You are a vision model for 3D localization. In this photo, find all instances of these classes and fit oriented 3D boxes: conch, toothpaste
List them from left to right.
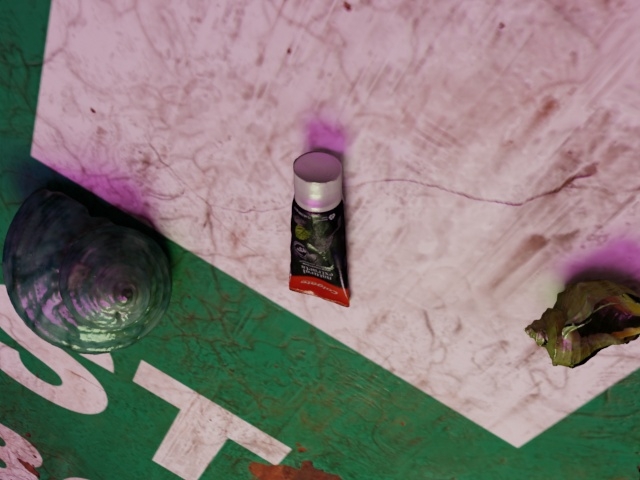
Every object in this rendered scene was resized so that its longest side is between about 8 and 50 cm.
[{"bbox_3d":[-0.262,0.042,0.784,0.202,0.134,0.196,-6,126,31],"label":"conch"},{"bbox_3d":[0.000,0.000,0.689,0.071,0.045,0.193,16,139,13],"label":"toothpaste"},{"bbox_3d":[0.237,0.071,0.606,0.121,0.074,0.089,-6,163,5],"label":"conch"}]

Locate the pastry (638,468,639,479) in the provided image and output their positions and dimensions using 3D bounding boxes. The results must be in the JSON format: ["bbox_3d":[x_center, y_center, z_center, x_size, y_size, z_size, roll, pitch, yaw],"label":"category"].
[{"bbox_3d":[0.412,0.266,0.675,0.208,0.097,0.115,18,127,10],"label":"pastry"}]
